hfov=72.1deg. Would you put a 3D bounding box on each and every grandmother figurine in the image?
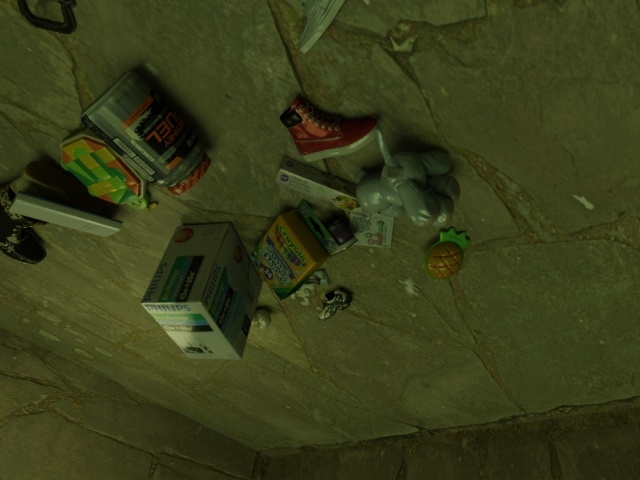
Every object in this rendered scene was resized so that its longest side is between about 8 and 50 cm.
[{"bbox_3d":[-0.382,0.331,1.939,0.342,0.104,0.208,7,146,10],"label":"grandmother figurine"}]

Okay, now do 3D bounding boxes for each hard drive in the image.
[{"bbox_3d":[-0.888,-0.085,1.535,0.318,0.040,0.210,20,161,-37],"label":"hard drive"}]

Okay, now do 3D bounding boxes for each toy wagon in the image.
[{"bbox_3d":[-0.673,-0.210,1.443,0.267,0.068,0.344,-12,132,25],"label":"toy wagon"}]

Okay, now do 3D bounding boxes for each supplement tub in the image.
[{"bbox_3d":[-0.468,-0.286,1.218,0.193,0.194,0.316,-20,129,31],"label":"supplement tub"}]

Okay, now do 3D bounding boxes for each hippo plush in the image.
[{"bbox_3d":[0.206,-0.118,1.196,0.294,0.234,0.236,6,159,-34],"label":"hippo plush"}]

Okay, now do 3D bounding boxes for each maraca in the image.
[{"bbox_3d":[0.412,0.045,1.437,0.127,0.099,0.186,17,112,-8],"label":"maraca"}]

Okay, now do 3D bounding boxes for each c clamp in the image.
[{"bbox_3d":[-0.673,-0.580,1.081,0.160,0.022,0.137,8,143,3],"label":"c clamp"}]

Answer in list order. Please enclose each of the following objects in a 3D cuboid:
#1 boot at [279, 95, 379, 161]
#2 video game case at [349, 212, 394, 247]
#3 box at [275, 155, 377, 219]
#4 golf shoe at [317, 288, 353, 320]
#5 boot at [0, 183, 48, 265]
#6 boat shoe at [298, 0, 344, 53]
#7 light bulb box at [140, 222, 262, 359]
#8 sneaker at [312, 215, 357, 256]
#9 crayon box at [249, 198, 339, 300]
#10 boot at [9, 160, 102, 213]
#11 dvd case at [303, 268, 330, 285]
[{"bbox_3d":[0.019,-0.312,1.153,0.244,0.088,0.176,-10,132,28],"label":"boot"},{"bbox_3d":[0.168,-0.038,1.459,0.143,0.019,0.157,6,138,8],"label":"video game case"},{"bbox_3d":[0.026,-0.156,1.332,0.324,0.067,0.063,21,137,-8],"label":"box"},{"bbox_3d":[0.040,0.253,1.778,0.094,0.077,0.198,43,127,-10],"label":"golf shoe"},{"bbox_3d":[-1.144,-0.060,1.680,0.284,0.138,0.377,-9,128,22],"label":"boot"},{"bbox_3d":[0.004,-0.515,0.947,0.081,0.079,0.227,34,128,-12],"label":"boat shoe"},{"bbox_3d":[-0.404,0.186,1.591,0.225,0.358,0.361,-3,137,15],"label":"light bulb box"},{"bbox_3d":[0.000,0.000,1.507,0.283,0.107,0.124,-29,95,45],"label":"sneaker"},{"bbox_3d":[-0.100,0.039,1.489,0.203,0.083,0.323,53,135,11],"label":"crayon box"},{"bbox_3d":[-0.929,-0.158,1.546,0.203,0.095,0.262,-16,143,37],"label":"boot"},{"bbox_3d":[-0.030,0.145,1.711,0.119,0.013,0.087,-6,135,18],"label":"dvd case"}]
